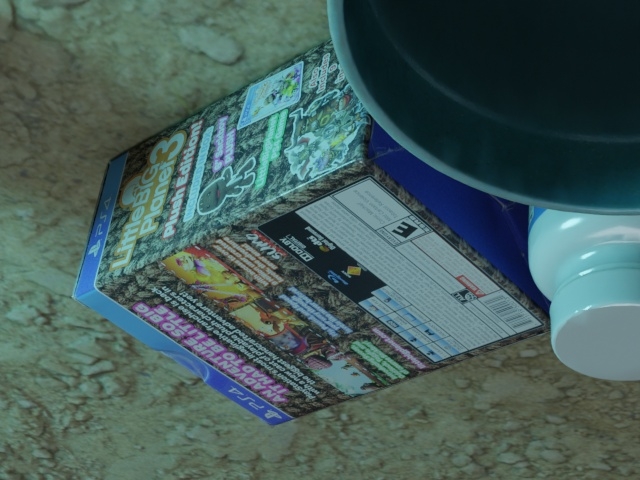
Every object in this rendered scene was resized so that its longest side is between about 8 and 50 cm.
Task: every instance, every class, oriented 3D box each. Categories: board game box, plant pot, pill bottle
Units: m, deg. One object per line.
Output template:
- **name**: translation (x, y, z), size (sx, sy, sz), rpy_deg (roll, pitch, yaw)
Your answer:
- **board game box**: translation (0.000, 0.000, 1.011), size (0.291, 0.141, 0.232), rpy_deg (-23, 133, 34)
- **plant pot**: translation (0.150, -0.195, 0.635), size (0.272, 0.255, 0.271), rpy_deg (5, 144, 3)
- **pill bottle**: translation (0.203, -0.023, 0.881), size (0.124, 0.221, 0.124), rpy_deg (4, 143, 3)
